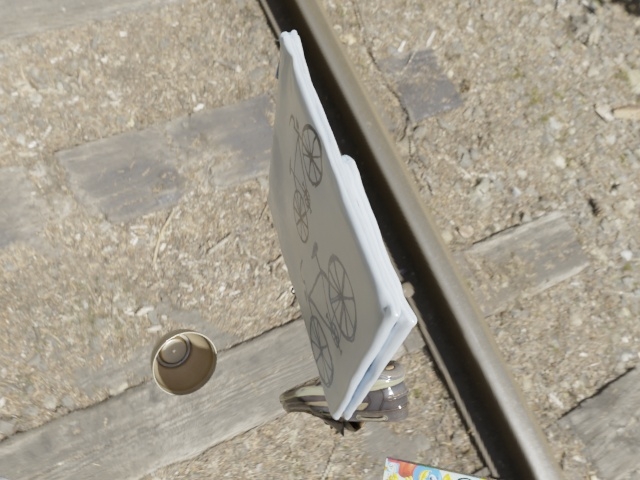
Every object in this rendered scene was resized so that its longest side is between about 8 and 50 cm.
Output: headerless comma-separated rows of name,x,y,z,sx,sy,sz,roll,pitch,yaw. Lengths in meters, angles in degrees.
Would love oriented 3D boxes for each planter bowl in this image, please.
planter bowl,-0.353,0.288,1.569,0.162,0.109,0.162,-8,106,-29

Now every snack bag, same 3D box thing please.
snack bag,0.000,0.000,0.706,0.037,0.323,0.343,-12,62,-14

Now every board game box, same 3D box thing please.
board game box,0.281,0.616,1.499,0.275,0.144,0.142,9,74,10

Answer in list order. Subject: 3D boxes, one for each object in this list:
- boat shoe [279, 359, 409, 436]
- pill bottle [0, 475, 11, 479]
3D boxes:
boat shoe,0.041,0.348,1.329,0.132,0.355,0.130,-11,81,-42
pill bottle,-0.702,0.623,1.151,0.210,0.210,0.363,38,33,2
